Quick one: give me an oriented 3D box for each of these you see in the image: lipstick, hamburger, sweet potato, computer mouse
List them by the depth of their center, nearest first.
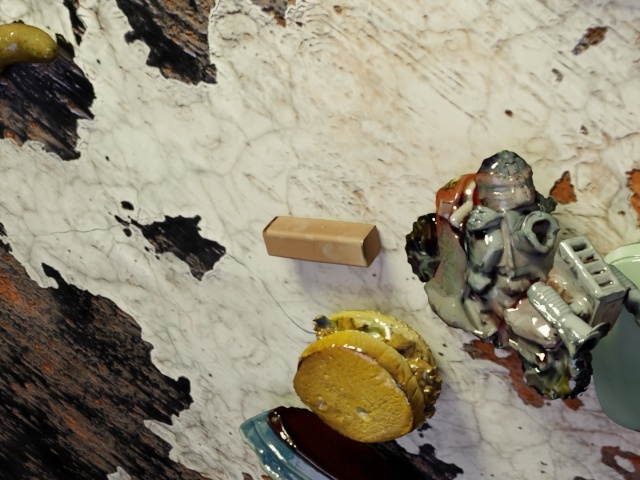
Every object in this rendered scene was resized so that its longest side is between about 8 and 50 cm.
[{"bbox_3d":[0.369,0.125,0.916,0.160,0.097,0.288,5,125,26],"label":"computer mouse"},{"bbox_3d":[0.000,0.000,1.084,0.145,0.045,0.045,6,124,29],"label":"lipstick"},{"bbox_3d":[0.071,0.175,1.125,0.191,0.118,0.181,-2,125,37],"label":"hamburger"},{"bbox_3d":[-0.430,-0.252,1.154,0.250,0.059,0.069,-7,132,40],"label":"sweet potato"}]

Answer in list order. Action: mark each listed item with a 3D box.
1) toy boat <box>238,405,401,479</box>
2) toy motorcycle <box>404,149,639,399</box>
[{"bbox_3d":[0.008,0.364,1.300,0.309,0.129,0.142,33,124,4],"label":"toy boat"},{"bbox_3d":[0.226,0.047,0.853,0.401,0.134,0.207,49,138,42],"label":"toy motorcycle"}]
